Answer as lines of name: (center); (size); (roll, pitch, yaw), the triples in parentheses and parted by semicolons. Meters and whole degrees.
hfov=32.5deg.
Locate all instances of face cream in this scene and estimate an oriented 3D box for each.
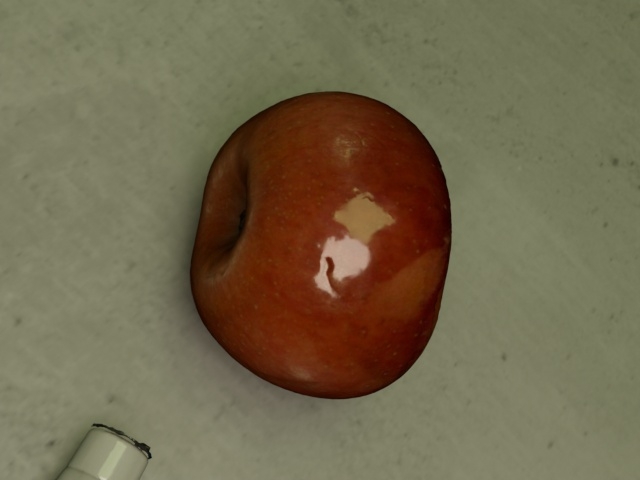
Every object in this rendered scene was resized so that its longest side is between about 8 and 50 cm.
face cream: (-0.214, 0.258, 0.848); (0.092, 0.058, 0.243); (35, 62, -15)

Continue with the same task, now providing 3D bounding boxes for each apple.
apple: (0.000, 0.000, 0.961); (0.206, 0.251, 0.271); (13, 75, -16)
